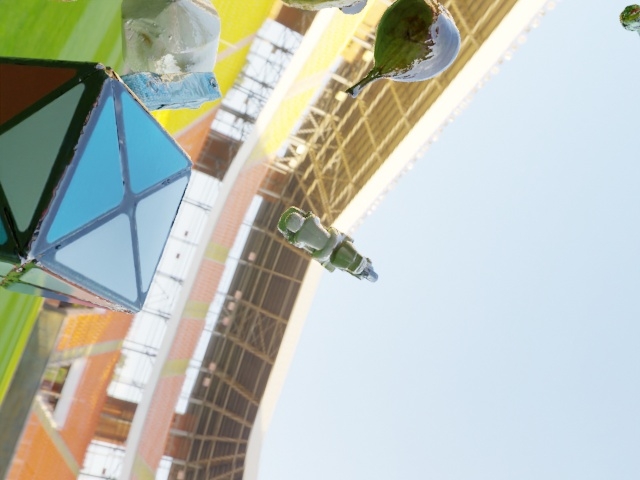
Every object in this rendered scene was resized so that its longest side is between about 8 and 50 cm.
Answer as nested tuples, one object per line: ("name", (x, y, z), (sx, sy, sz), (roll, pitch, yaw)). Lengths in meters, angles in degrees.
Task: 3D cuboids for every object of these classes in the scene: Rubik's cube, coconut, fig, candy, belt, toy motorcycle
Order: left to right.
("Rubik's cube", (-0.345, -0.063, 0.758), (0.246, 0.249, 0.249), (57, 45, -67))
("coconut", (-0.342, -0.468, 1.338), (0.241, 0.241, 0.241), (-52, -154, 38))
("belt", (-0.310, -0.306, 1.214), (0.087, 0.072, 0.302), (-17, -173, 27))
("toy motorcycle", (0.000, 0.000, 1.527), (0.340, 0.223, 0.108), (33, -93, 34))
("fig", (0.186, -0.477, 1.506), (0.320, 0.217, 0.217), (-30, -142, 27))
("candy", (0.323, -0.202, 0.598), (0.025, 0.083, 0.023), (-45, -143, 0))

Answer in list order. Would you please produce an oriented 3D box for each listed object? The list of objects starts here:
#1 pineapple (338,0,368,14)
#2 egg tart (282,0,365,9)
("pineapple", (0.047, -0.547, 1.217), (0.074, 0.074, 0.160), (-34, -110, 57))
("egg tart", (0.028, -0.534, 1.057), (0.115, 0.290, 0.290), (70, 24, -56))
